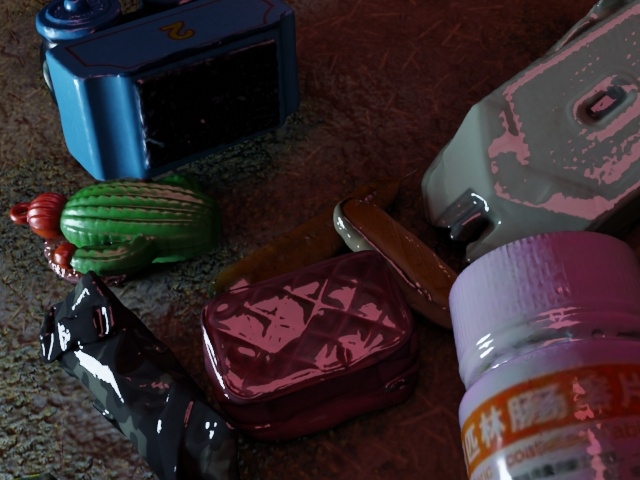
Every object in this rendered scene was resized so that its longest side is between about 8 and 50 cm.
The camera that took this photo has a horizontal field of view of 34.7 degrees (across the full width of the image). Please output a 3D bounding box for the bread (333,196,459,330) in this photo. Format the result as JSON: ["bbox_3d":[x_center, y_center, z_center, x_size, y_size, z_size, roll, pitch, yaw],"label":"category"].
[{"bbox_3d":[0.095,0.034,1.143,0.214,0.053,0.073,42,44,13],"label":"bread"}]

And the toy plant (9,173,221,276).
[{"bbox_3d":[-0.236,-0.016,1.196,0.240,0.088,0.154,-12,43,-12],"label":"toy plant"}]

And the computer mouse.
[{"bbox_3d":[0.316,-0.117,1.165,0.429,0.145,0.228,-37,64,1],"label":"computer mouse"}]

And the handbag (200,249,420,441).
[{"bbox_3d":[-0.009,0.115,1.086,0.225,0.135,0.146,-18,55,-5],"label":"handbag"}]

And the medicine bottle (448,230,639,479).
[{"bbox_3d":[0.242,0.200,0.922,0.219,0.219,0.388,-9,56,6],"label":"medicine bottle"}]

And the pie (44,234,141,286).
[{"bbox_3d":[-0.268,-0.005,1.277,0.155,0.036,0.154,-5,59,9],"label":"pie"}]

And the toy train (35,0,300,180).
[{"bbox_3d":[-0.185,-0.216,1.272,0.300,0.188,0.265,-25,42,-25],"label":"toy train"}]

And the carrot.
[{"bbox_3d":[0.000,0.000,1.199,0.298,0.078,0.078,-36,57,-15],"label":"carrot"}]

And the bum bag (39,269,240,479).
[{"bbox_3d":[-0.192,0.160,1.100,0.095,0.144,0.340,-8,40,-47],"label":"bum bag"}]

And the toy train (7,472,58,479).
[{"bbox_3d":[-0.316,0.369,0.992,0.178,0.138,0.330,-10,53,-6],"label":"toy train"}]
